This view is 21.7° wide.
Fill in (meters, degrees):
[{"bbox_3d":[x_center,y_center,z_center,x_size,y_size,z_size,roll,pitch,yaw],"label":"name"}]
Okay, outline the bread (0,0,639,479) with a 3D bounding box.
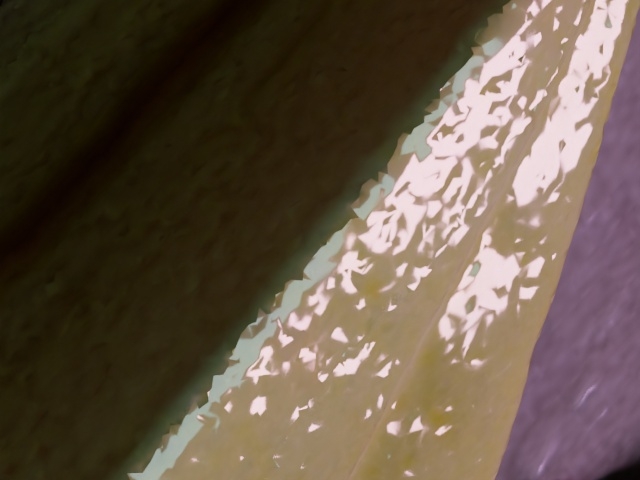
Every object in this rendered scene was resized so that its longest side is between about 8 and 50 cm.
[{"bbox_3d":[0.002,-0.004,0.460,0.264,0.167,0.163,-50,136,-5],"label":"bread"}]
